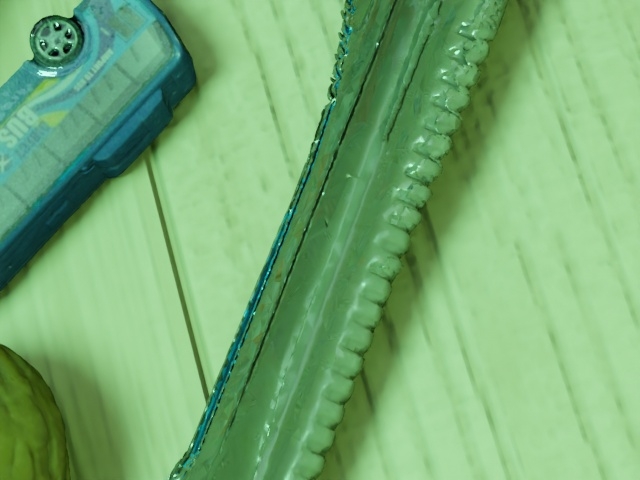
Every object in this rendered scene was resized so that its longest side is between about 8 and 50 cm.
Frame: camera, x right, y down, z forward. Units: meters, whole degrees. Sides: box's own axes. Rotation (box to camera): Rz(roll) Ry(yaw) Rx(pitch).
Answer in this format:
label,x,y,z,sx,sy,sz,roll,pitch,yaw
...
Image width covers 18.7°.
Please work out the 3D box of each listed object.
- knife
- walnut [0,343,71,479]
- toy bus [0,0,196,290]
label,x,y,z,sx,sy,sz,roll,pitch,yaw
knife,0.005,0.002,0.740,0.089,0.043,0.365,5,71,49
walnut,-0.139,0.094,0.706,0.105,0.105,0.124,-7,70,10
toy bus,-0.114,-0.036,0.774,0.061,0.051,0.153,43,84,9
